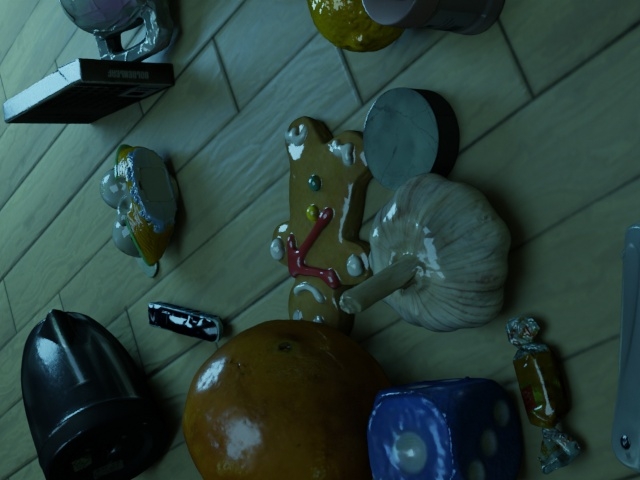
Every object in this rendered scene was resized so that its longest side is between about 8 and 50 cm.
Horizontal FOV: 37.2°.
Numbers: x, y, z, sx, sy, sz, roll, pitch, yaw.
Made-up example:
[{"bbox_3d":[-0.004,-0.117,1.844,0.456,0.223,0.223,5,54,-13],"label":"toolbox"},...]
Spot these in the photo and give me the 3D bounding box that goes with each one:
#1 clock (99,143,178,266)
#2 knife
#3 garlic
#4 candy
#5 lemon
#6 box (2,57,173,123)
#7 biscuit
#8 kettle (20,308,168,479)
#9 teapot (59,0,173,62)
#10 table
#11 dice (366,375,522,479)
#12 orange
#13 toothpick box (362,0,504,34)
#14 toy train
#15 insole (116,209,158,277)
[{"bbox_3d":[-0.325,-0.063,1.691,0.144,0.103,0.231,-34,66,46],"label":"clock"},{"bbox_3d":[0.340,0.111,1.003,0.073,0.040,0.265,12,103,59],"label":"knife"},{"bbox_3d":[0.100,0.028,1.125,0.199,0.226,0.199,24,122,45],"label":"garlic"},{"bbox_3d":[0.257,0.174,1.096,0.053,0.046,0.182,-28,68,50],"label":"candy"},{"bbox_3d":[0.051,-0.326,1.210,0.142,0.142,0.187,-12,72,48],"label":"lemon"},{"bbox_3d":[-0.429,-0.266,1.730,0.325,0.180,0.047,-12,85,49],"label":"box"},{"bbox_3d":[0.000,0.000,1.371,0.216,0.047,0.340,21,109,47],"label":"biscuit"},{"bbox_3d":[-0.442,0.299,1.803,0.324,0.228,0.321,57,163,35],"label":"kettle"},{"bbox_3d":[-0.349,-0.420,1.639,0.178,0.163,0.222,-2,82,35],"label":"teapot"},{"bbox_3d":[0.116,-0.130,1.229,0.133,0.043,0.133,5,97,48],"label":"table"},{"bbox_3d":[0.148,0.241,1.149,0.143,0.146,0.146,-12,84,47],"label":"dice"},{"bbox_3d":[-0.042,0.230,1.259,0.284,0.284,0.226,31,129,43],"label":"orange"},{"bbox_3d":[0.133,-0.295,1.114,0.098,0.149,0.098,6,98,49],"label":"toothpick box"},{"bbox_3d":[-0.229,0.140,1.641,0.207,0.047,0.043,8,100,47],"label":"toy train"},{"bbox_3d":[-0.347,-0.012,1.789,0.192,0.010,0.063,58,132,27],"label":"insole"}]
